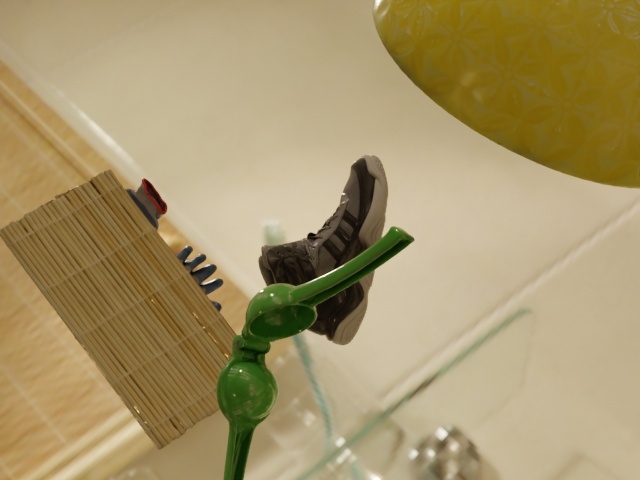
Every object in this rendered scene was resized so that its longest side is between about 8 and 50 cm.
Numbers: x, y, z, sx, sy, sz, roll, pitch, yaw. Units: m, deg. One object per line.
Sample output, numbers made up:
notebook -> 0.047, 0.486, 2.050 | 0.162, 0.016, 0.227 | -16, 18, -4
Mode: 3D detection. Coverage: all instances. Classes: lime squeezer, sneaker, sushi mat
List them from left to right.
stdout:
sushi mat -> -0.209, 0.070, 1.451 | 0.151, 0.316, 0.019 | -34, -13, -22
lime squeezer -> -0.030, 0.107, 1.019 | 0.059, 0.110, 0.310 | 8, -67, -56
sneaker -> 0.000, 0.000, 1.780 | 0.101, 0.153, 0.268 | 146, 136, -77

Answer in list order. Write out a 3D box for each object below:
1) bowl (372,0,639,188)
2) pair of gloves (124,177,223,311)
bowl -> 0.200, -0.188, 1.003 | 0.289, 0.289, 0.156 | -16, -39, -44
pair of gloves -> -0.194, 0.016, 1.574 | 0.023, 0.198, 0.159 | -38, 3, -33
